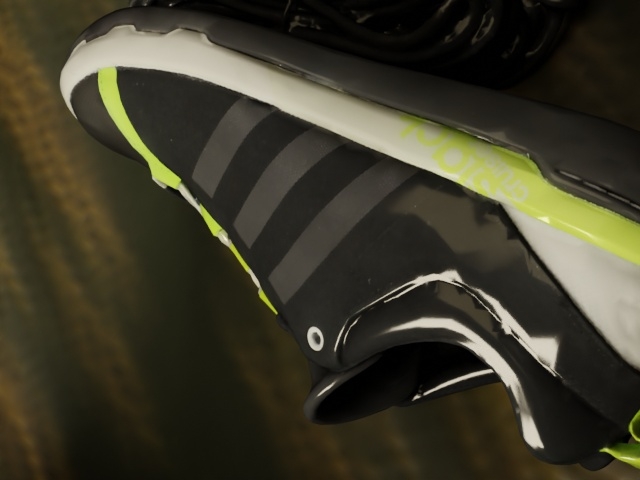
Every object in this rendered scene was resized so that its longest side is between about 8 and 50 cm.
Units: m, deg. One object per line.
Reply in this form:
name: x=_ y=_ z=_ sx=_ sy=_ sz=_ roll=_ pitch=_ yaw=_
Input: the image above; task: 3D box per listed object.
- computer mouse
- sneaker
computer mouse: x=0.014 y=-0.172 z=0.434 sx=0.184 sy=0.060 sz=0.262 roll=16 pitch=97 yaw=36
sneaker: x=0.000 y=0.000 z=0.400 sx=0.235 sy=0.084 sz=0.097 roll=18 pitch=86 yaw=38
